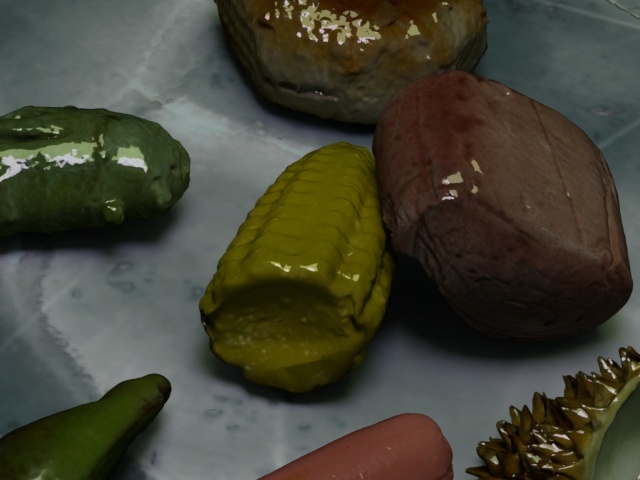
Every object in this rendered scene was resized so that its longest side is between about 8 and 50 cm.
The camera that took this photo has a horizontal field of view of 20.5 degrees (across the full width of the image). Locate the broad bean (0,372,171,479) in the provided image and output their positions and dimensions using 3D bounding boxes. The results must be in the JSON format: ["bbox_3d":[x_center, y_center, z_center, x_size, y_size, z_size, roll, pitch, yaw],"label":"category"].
[{"bbox_3d":[-0.179,0.163,0.899,0.077,0.061,0.339,-10,28,38],"label":"broad bean"}]

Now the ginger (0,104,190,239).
[{"bbox_3d":[-0.216,-0.014,1.079,0.290,0.089,0.137,-25,32,-36],"label":"ginger"}]

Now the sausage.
[{"bbox_3d":[0.002,0.144,0.947,0.154,0.062,0.062,-24,50,-29],"label":"sausage"}]

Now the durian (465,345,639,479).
[{"bbox_3d":[0.210,0.118,0.980,0.252,0.144,0.139,1,64,-14],"label":"durian"}]

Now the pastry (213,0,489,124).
[{"bbox_3d":[0.022,-0.168,1.269,0.182,0.093,0.192,-11,44,-22],"label":"pastry"}]

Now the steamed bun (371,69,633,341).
[{"bbox_3d":[0.108,-0.013,1.079,0.175,0.106,0.145,28,39,-32],"label":"steamed bun"}]

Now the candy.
[{"bbox_3d":[0.000,0.000,1.086,0.106,0.094,0.199,9,36,10],"label":"candy"}]
